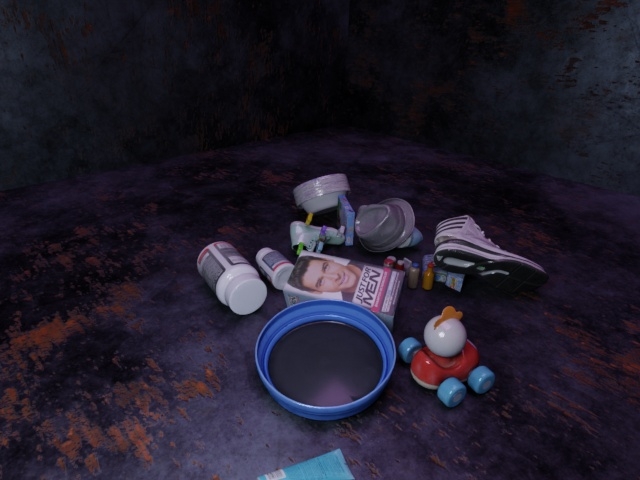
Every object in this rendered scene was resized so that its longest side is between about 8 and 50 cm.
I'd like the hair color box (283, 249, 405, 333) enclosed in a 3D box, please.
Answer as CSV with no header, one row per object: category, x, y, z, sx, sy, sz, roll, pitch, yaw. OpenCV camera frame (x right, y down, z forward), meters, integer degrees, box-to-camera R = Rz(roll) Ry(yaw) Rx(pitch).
hair color box,0.082,0.168,1.445,0.373,0.114,0.186,11,51,16

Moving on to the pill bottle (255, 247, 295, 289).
pill bottle,-0.173,0.100,1.620,0.107,0.108,0.180,-14,32,-29

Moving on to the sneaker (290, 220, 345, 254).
sneaker,-0.012,0.015,1.842,0.255,0.094,0.151,11,51,-15

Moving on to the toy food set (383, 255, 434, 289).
toy food set,0.331,0.103,1.658,0.111,0.105,0.232,-15,32,-30

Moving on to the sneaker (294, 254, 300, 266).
sneaker,-0.009,0.133,1.632,0.223,0.083,0.098,17,55,28

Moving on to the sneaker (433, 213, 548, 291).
sneaker,0.649,0.022,1.625,0.446,0.169,0.258,17,50,-6

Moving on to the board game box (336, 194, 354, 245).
board game box,0.115,-0.097,1.966,0.039,0.160,0.212,-4,28,-10

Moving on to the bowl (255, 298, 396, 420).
bowl,0.014,0.323,1.200,0.390,0.077,0.391,-1,34,0

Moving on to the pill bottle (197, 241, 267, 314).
pill bottle,-0.312,0.131,1.492,0.161,0.162,0.283,-15,33,-30

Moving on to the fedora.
fedora,0.253,-0.080,1.829,0.275,0.244,0.124,-23,-31,36

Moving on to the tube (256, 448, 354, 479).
tube,-0.033,0.509,0.917,0.206,0.052,0.080,-4,33,-24

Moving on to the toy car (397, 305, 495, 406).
toy car,0.358,0.281,1.176,0.210,0.238,0.219,-11,31,-24

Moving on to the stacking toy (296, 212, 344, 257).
stacking toy,0.000,0.000,1.772,0.166,0.052,0.221,22,55,-9

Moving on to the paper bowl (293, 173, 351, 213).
paper bowl,0.014,-0.219,2.130,0.283,0.148,0.284,-17,-4,-1

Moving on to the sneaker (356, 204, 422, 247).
sneaker,0.318,-0.057,1.972,0.150,0.135,0.366,4,24,-39

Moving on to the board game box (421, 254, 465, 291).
board game box,0.504,0.121,1.689,0.193,0.060,0.194,8,27,10
